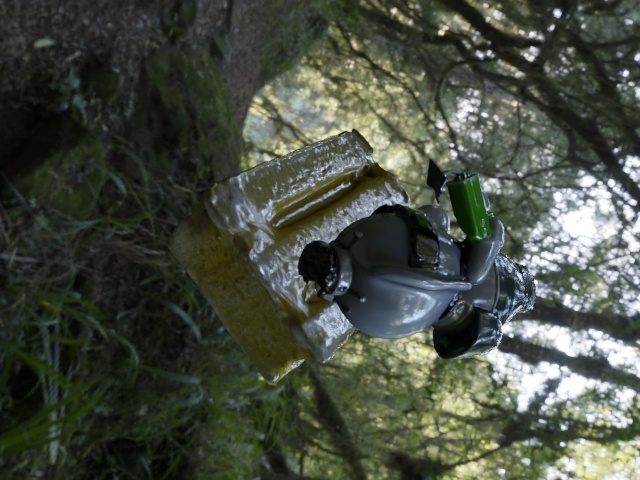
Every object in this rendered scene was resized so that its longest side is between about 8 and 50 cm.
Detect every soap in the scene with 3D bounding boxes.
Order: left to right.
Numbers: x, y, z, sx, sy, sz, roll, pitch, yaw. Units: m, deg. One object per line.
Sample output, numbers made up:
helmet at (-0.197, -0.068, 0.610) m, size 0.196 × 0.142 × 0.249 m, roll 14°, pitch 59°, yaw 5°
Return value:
soap at (0.000, 0.000, 0.714) m, size 0.091 × 0.199 × 0.315 m, roll -39°, pitch 178°, yaw 37°

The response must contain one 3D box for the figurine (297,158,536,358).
figurine at (0.074, 0.026, 0.492) m, size 0.147 × 0.192 × 0.126 m, roll -30°, pitch -124°, yaw 57°
